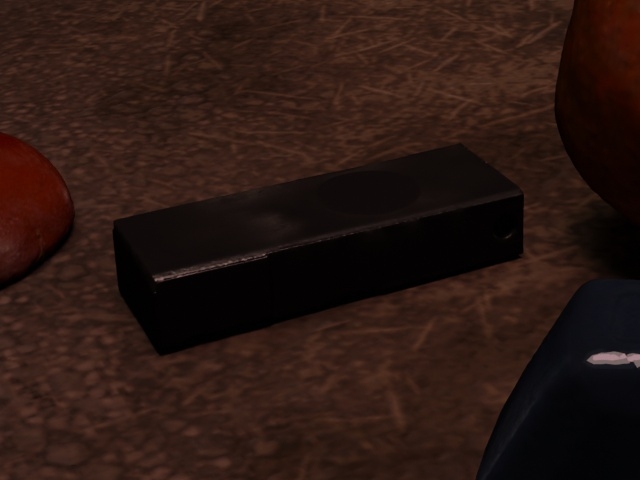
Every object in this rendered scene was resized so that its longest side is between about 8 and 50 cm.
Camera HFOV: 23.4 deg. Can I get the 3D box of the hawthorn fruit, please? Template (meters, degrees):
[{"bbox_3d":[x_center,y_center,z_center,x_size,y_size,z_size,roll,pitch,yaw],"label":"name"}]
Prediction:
[{"bbox_3d":[0.251,-0.072,0.796,0.210,0.211,0.262,-20,39,-28],"label":"hawthorn fruit"}]

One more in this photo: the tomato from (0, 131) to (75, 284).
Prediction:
[{"bbox_3d":[-0.230,-0.027,0.920,0.155,0.069,0.156,-4,26,2],"label":"tomato"}]

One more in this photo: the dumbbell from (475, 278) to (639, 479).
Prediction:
[{"bbox_3d":[0.104,0.143,0.460,0.144,0.160,0.325,-27,16,29],"label":"dumbbell"}]

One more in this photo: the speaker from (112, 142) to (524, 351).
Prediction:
[{"bbox_3d":[0.000,0.000,0.858,0.218,0.044,0.082,-14,29,-18],"label":"speaker"}]
